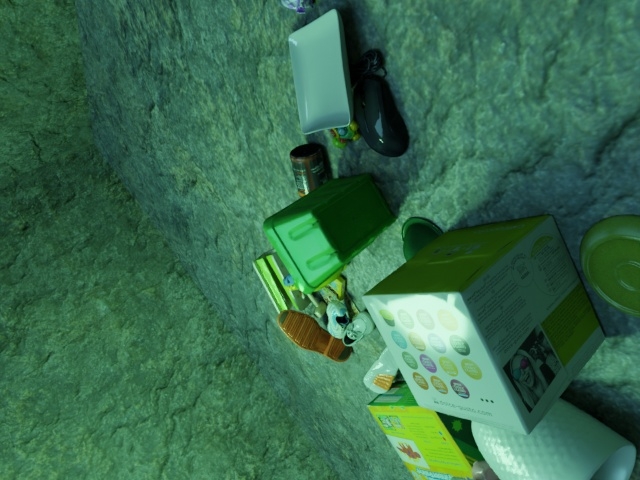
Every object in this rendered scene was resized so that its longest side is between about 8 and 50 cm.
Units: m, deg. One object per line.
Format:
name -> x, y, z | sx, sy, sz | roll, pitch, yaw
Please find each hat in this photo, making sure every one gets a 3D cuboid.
hat -> 0.245, 0.057, 1.455 | 0.208, 0.183, 0.173 | 18, 133, 49

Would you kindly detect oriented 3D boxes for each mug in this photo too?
mug -> 0.594, 0.553, 1.381 | 0.374, 0.276, 0.328 | 40, 176, -40

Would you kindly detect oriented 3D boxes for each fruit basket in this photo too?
fruit basket -> 0.000, 0.000, 1.585 | 0.283, 0.392, 0.392 | 59, 152, -5

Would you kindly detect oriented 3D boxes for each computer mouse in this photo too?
computer mouse -> 0.128, -0.329, 1.360 | 0.188, 0.072, 0.272 | -10, 111, 59

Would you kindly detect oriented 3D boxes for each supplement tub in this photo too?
supplement tub -> -0.032, -0.203, 1.700 | 0.106, 0.106, 0.198 | 26, 139, 43

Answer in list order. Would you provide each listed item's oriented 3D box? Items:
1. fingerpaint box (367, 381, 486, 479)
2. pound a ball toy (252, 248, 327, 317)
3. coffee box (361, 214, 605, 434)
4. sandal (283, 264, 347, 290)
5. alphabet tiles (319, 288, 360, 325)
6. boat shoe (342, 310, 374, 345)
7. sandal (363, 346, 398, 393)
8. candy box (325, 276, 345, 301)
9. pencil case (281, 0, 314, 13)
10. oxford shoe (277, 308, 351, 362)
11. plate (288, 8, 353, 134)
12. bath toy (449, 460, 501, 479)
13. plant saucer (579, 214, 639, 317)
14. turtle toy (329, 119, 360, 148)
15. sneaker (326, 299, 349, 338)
fingerpaint box -> 0.417, 0.688, 1.857 | 0.371, 0.163, 0.445 | 57, 152, 1
pound a ball toy -> -0.111, 0.178, 2.223 | 0.208, 0.135, 0.319 | -20, 103, 35
coffee box -> 0.369, 0.175, 1.222 | 0.337, 0.338, 0.335 | -12, 108, 60
sandal -> -0.033, 0.094, 1.964 | 0.317, 0.126, 0.138 | -31, 77, 42
alphabet tiles -> 0.093, 0.274, 2.096 | 0.237, 0.009, 0.198 | 57, 151, -1
boat shoe -> 0.138, 0.346, 2.003 | 0.079, 0.081, 0.228 | 47, 151, 16
sandal -> 0.256, 0.477, 1.998 | 0.101, 0.076, 0.265 | 35, 126, 13
candy box -> 0.018, 0.137, 2.040 | 0.206, 0.027, 0.105 | 39, 142, 34
pencil case -> -0.057, -0.665, 1.283 | 0.206, 0.086, 0.088 | 91, 170, -48
oxford shoe -> -0.045, 0.398, 2.197 | 0.363, 0.130, 0.132 | 37, 164, -21
plate -> 0.007, -0.432, 1.396 | 0.278, 0.045, 0.278 | 11, 111, 62
bath toy -> 0.498, 0.705, 1.557 | 0.152, 0.348, 0.129 | 67, 155, 13
plant saucer -> 0.620, 0.064, 1.038 | 0.241, 0.037, 0.241 | 38, 147, 30
turtle toy -> 0.060, -0.308, 1.481 | 0.095, 0.066, 0.130 | 49, 170, 23
sneaker -> 0.076, 0.322, 2.055 | 0.086, 0.085, 0.237 | 40, 157, 34
